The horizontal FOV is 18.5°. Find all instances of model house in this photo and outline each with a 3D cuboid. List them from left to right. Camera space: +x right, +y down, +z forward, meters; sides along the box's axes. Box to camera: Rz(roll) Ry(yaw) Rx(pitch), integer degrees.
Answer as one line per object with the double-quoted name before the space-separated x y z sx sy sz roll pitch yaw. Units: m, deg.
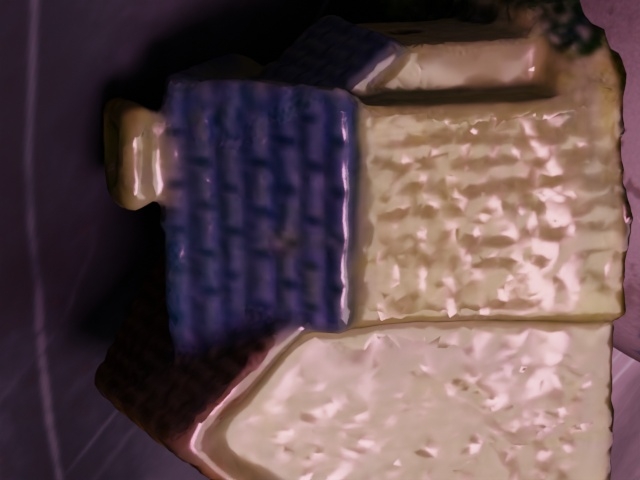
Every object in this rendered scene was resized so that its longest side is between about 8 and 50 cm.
"model house" 0.000 0.000 0.808 0.189 0.195 0.214 -8 109 -24

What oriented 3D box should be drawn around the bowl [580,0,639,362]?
"bowl" 0.146 -0.066 0.887 0.146 0.313 0.313 -1 130 -18
